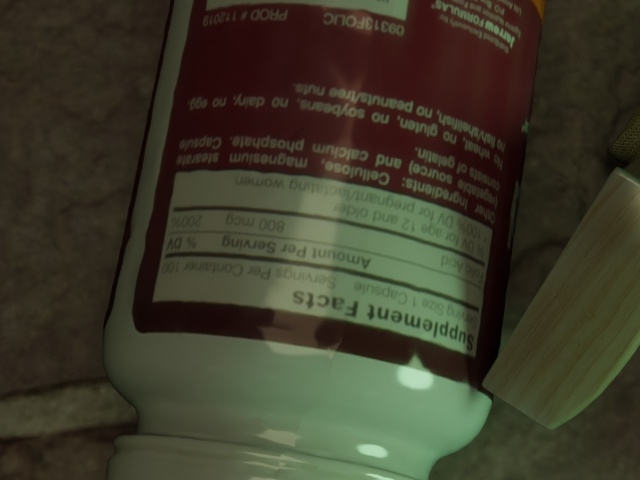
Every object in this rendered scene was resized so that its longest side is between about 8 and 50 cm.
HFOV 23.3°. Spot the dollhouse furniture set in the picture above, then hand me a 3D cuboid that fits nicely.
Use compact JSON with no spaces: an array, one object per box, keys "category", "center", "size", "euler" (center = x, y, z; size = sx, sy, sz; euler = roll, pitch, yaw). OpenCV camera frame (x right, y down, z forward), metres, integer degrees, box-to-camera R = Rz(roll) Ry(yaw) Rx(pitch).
[{"category":"dollhouse furniture set","center":[0.293,0.044,0.835],"size":[0.303,0.198,0.286],"euler":[33,109,11]}]

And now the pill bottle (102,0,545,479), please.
[{"category":"pill bottle","center":[0.000,0.000,0.893],"size":[0.224,0.224,0.392],"euler":[9,77,3]}]

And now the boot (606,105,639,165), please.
[{"category":"boot","center":[0.329,-0.100,0.979],"size":[0.203,0.095,0.262],"euler":[38,89,9]}]
